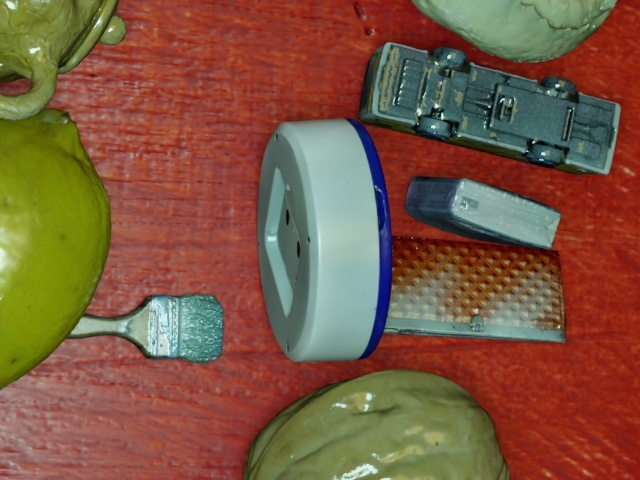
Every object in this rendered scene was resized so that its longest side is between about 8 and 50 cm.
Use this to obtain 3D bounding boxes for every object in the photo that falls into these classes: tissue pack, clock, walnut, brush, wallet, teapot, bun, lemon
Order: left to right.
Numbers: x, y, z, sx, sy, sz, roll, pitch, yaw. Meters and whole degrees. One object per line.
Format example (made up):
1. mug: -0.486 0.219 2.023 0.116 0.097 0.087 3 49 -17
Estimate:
1. lemon: -0.309 0.010 1.757 0.263 0.236 0.236 -36 99 -21
2. teapot: -0.252 -0.218 1.783 0.167 0.203 0.311 29 42 -19
3. brush: -0.190 0.084 1.900 0.196 0.021 0.070 2 89 -14
4. clock: 0.000 0.000 1.847 0.083 0.230 0.230 -2 89 -17
5. walnut: 0.050 0.227 1.863 0.261 0.225 0.225 -15 93 -14
6. wallet: 0.155 0.051 1.992 0.197 0.020 0.103 5 68 -15
7. tissue pack: 0.157 -0.029 1.935 0.112 0.156 0.051 18 88 -16
8. bun: 0.176 -0.287 1.939 0.259 0.152 0.259 20 60 -41

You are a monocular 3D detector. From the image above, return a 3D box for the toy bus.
1. toy bus: 0.167 -0.130 1.966 0.268 0.106 0.092 12 85 -18
